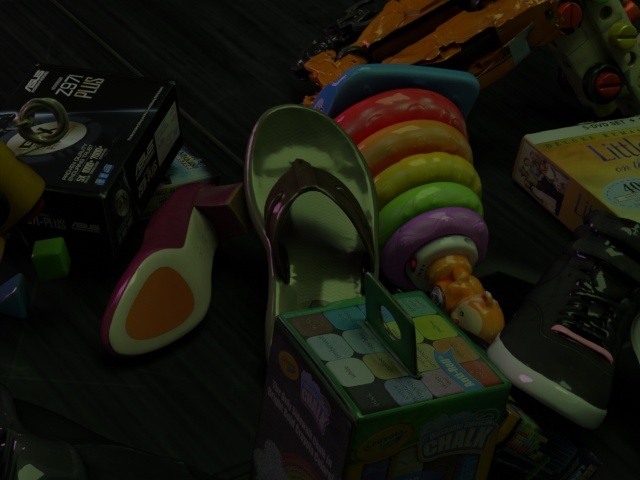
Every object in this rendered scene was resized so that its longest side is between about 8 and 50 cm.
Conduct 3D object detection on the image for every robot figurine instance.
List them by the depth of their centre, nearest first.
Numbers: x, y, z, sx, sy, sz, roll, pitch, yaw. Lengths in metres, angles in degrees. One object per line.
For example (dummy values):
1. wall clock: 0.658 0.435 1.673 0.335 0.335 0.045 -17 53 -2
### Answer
1. robot figurine: 0.111 -0.205 1.724 0.291 0.085 0.211 -31 41 -1

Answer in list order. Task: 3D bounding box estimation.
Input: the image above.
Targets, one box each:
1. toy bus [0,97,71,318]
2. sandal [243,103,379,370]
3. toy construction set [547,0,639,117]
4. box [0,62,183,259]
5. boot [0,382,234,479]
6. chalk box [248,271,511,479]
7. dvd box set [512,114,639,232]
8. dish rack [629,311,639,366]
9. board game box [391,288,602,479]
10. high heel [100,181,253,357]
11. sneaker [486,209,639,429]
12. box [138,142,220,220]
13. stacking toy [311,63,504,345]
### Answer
1. toy bus: -0.302 -0.007 1.269 0.191 0.202 0.104 2 33 -5
2. sandal: 0.002 0.001 1.363 0.120 0.086 0.303 -3 57 -8
3. toy construction set: 0.350 -0.273 1.832 0.215 0.328 0.151 -40 13 -10
4. box: -0.228 -0.077 1.459 0.147 0.077 0.180 9 43 15
5. boot: -0.013 0.213 0.958 0.445 0.146 0.367 16 -2 -20
6. chalk box: 0.043 0.124 1.147 0.132 0.213 0.132 -8 36 -28
7. dvd box set: 0.441 -0.002 1.619 0.307 0.062 0.420 -9 37 -29
8. dish rack: 0.432 0.158 1.292 0.285 0.072 0.333 2 46 -16
9. board game box: 0.131 0.125 1.268 0.141 0.048 0.170 29 14 -44
10. high heel: -0.151 0.025 1.406 0.117 0.082 0.244 -11 34 38
11. sneaker: 0.222 0.053 1.300 0.104 0.147 0.296 33 14 2
12. box: -0.205 -0.092 1.583 0.114 0.036 0.207 -15 40 -36
13. stacking toy: 0.099 -0.013 1.477 0.165 0.175 0.302 0 47 -26
